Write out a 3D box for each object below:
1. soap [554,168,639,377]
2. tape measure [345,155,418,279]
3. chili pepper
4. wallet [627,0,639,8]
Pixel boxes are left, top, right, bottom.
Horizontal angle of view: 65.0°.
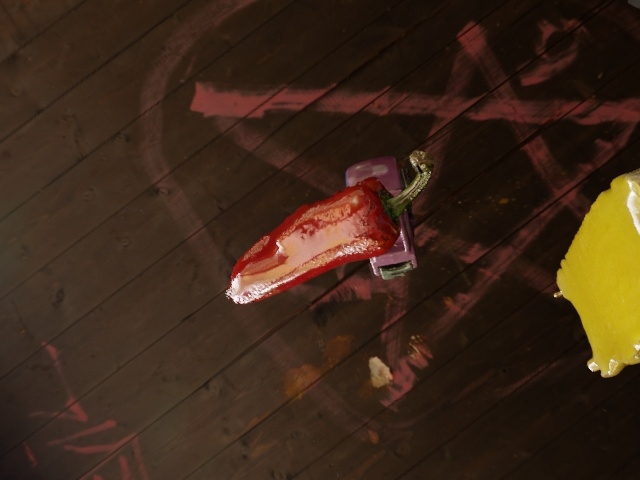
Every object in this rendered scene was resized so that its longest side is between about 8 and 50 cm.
[{"bbox_3d":[0.449,0.006,0.515,0.335,0.293,0.156,-18,-121,6],"label":"soap"},{"bbox_3d":[0.148,-0.068,1.158,0.150,0.245,0.231,-11,-130,11],"label":"tape measure"},{"bbox_3d":[0.000,0.000,0.700,0.388,0.110,0.110,-26,-91,30],"label":"chili pepper"},{"bbox_3d":[0.540,-0.466,0.779,0.044,0.250,0.149,-24,-134,4],"label":"wallet"}]
